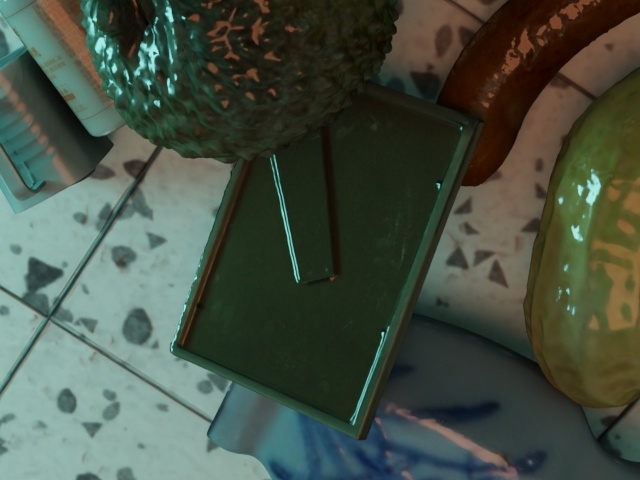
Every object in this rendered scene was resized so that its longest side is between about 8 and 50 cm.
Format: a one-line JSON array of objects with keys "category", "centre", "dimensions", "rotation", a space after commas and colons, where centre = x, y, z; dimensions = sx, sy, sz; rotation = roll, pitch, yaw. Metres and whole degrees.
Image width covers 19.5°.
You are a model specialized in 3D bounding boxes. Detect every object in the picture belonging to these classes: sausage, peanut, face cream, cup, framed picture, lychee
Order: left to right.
[{"category": "cup", "centre": [-0.266, -0.094, 1.668], "dimensions": [0.095, 0.128, 0.129], "rotation": [-27, 105, 24]}, {"category": "face cream", "centre": [-0.231, -0.216, 1.614], "dimensions": [0.101, 0.101, 0.251], "rotation": [-29, 107, 23]}, {"category": "lychee", "centre": [-0.066, -0.190, 1.506], "dimensions": [0.255, 0.274, 0.255], "rotation": [28, 125, 48]}, {"category": "framed picture", "centre": [0.000, 0.000, 1.607], "dimensions": [0.213, 0.016, 0.289], "rotation": [22, 94, 28]}, {"category": "sausage", "centre": [0.191, -0.164, 1.565], "dimensions": [0.103, 0.076, 0.302], "rotation": [43, 116, -10]}, {"category": "peanut", "centre": [0.272, -0.012, 1.579], "dimensions": [0.174, 0.158, 0.340], "rotation": [12, 117, 10]}]

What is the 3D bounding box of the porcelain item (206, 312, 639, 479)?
[{"category": "porcelain item", "centre": [0.111, 0.201, 1.702], "dimensions": [0.405, 0.178, 0.242], "rotation": [27, 117, 2]}]
